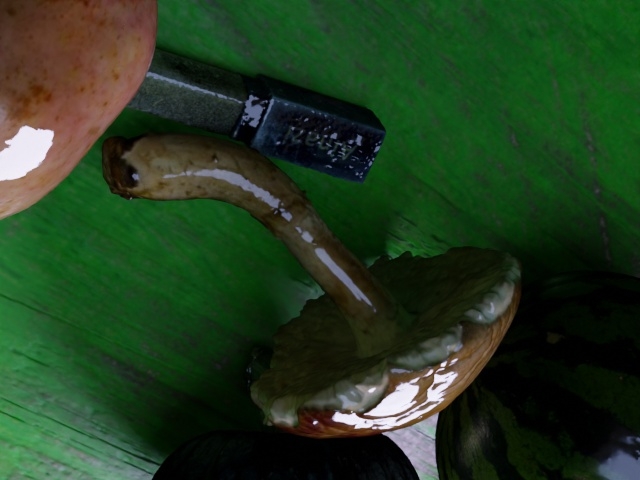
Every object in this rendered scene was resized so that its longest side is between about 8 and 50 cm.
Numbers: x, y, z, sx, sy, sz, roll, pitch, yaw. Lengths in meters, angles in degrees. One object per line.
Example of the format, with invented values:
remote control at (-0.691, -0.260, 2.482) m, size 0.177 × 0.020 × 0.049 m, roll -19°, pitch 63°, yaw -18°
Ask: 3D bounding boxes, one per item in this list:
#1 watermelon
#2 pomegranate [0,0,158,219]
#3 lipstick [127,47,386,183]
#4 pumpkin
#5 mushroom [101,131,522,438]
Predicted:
watermelon at (0.236, 0.165, 1.123) m, size 0.285 × 0.285 × 0.285 m, roll -8°, pitch 121°, yaw -14°
pomegranate at (-0.253, -0.146, 0.747) m, size 0.338 × 0.338 × 0.338 m, roll -8°, pitch 121°, yaw -14°
lipstick at (-0.100, -0.111, 0.981) m, size 0.312 × 0.051 × 0.051 m, roll 15°, pitch 116°, yaw -25°
pumpkin at (-0.034, 0.209, 1.106) m, size 0.248 × 0.248 × 0.248 m, roll -8°, pitch 121°, yaw -14°
mushroom at (0.009, 0.029, 0.980) m, size 0.233 × 0.208 × 0.301 m, roll -29°, pitch 137°, yaw 20°
